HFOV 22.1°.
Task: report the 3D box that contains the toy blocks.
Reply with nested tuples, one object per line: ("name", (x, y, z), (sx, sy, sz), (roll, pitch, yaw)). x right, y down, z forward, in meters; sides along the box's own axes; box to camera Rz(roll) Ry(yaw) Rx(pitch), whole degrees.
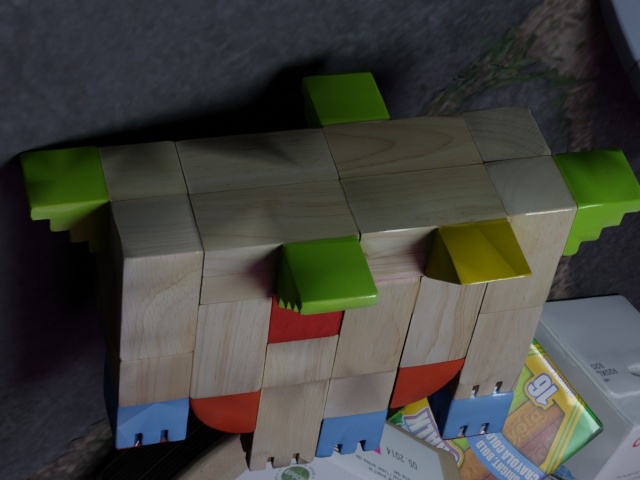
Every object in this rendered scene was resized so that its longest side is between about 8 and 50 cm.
("toy blocks", (-0.004, 0.049, 1.106), (0.381, 0.191, 0.261), (-6, 139, -15))

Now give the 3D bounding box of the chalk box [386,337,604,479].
("chalk box", (0.116, 0.172, 1.444), (0.213, 0.132, 0.132), (-40, -172, -1))

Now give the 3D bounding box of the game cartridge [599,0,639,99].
("game cartridge", (0.357, -0.115, 1.233), (0.198, 0.297, 0.062), (-38, 173, 0))

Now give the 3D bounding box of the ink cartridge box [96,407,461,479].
("ink cartridge box", (-0.030, 0.210, 1.308), (0.234, 0.088, 0.193), (32, 119, -30))

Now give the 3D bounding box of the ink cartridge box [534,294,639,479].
("ink cartridge box", (0.246, 0.194, 1.624), (0.171, 0.168, 0.233), (-4, 134, -46))
